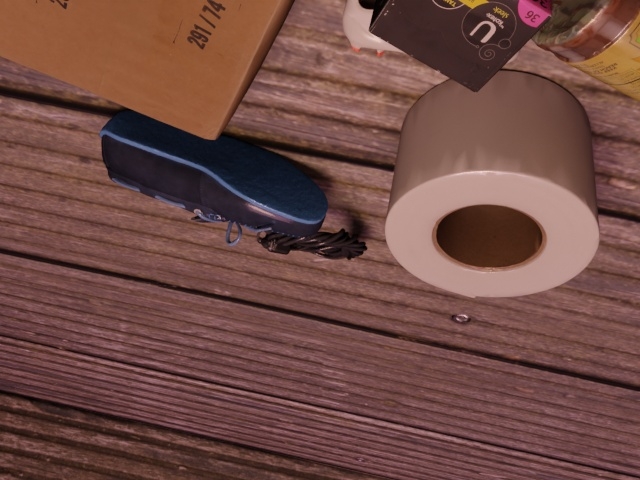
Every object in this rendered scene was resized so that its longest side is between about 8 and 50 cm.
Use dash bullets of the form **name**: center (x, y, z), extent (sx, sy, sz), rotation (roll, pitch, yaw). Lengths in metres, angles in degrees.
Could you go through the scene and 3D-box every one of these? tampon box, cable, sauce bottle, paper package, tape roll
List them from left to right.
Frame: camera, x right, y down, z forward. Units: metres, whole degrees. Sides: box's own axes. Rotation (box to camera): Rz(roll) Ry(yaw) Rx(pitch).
- **paper package**: center (-0.170, -0.288, 0.587), extent (0.310, 0.168, 0.325), rotation (21, 146, -14)
- **cable**: center (0.000, 0.000, 0.993), extent (0.151, 0.047, 0.184), rotation (-5, 168, 37)
- **tampon box**: center (0.129, -0.243, 0.564), extent (0.120, 0.161, 0.101), rotation (24, 143, -15)
- **tape roll**: center (0.211, -0.063, 0.776), extent (0.246, 0.169, 0.246), rotation (9, 145, 6)
- **sauce bottle**: center (0.360, -0.175, 0.601), extent (0.344, 0.111, 0.111), rotation (14, 147, -25)

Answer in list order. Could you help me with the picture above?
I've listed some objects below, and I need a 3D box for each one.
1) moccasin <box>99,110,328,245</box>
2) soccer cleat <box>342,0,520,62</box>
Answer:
- **moccasin**: center (-0.154, -0.084, 0.918), extent (0.342, 0.137, 0.116), rotation (25, 131, 6)
- **soccer cleat**: center (0.119, -0.231, 0.669), extent (0.196, 0.068, 0.076), rotation (12, 142, 8)
